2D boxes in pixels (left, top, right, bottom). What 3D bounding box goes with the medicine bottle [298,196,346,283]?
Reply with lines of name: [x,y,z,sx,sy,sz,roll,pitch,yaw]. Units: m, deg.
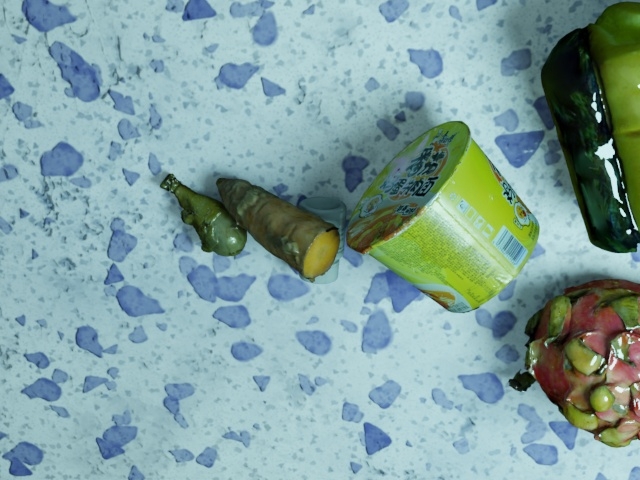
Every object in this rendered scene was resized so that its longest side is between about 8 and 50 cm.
medicine bottle: [0.000,0.000,1.924,0.080,0.080,0.130,6,112,5]

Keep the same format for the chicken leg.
chicken leg: [-0.198,-0.040,1.947,0.178,0.070,0.093,42,116,-2]

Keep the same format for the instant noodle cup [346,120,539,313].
instant noodle cup: [0.199,-0.028,1.810,0.200,0.264,0.264,40,111,-18]

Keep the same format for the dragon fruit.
dragon fruit: [0.449,0.192,1.829,0.269,0.291,0.250,11,117,4]

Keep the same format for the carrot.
carrot: [-0.081,-0.038,1.874,0.263,0.102,0.102,35,116,32]

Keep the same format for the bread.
bread: [0.474,-0.157,1.708,0.208,0.251,0.376,-9,112,41]
